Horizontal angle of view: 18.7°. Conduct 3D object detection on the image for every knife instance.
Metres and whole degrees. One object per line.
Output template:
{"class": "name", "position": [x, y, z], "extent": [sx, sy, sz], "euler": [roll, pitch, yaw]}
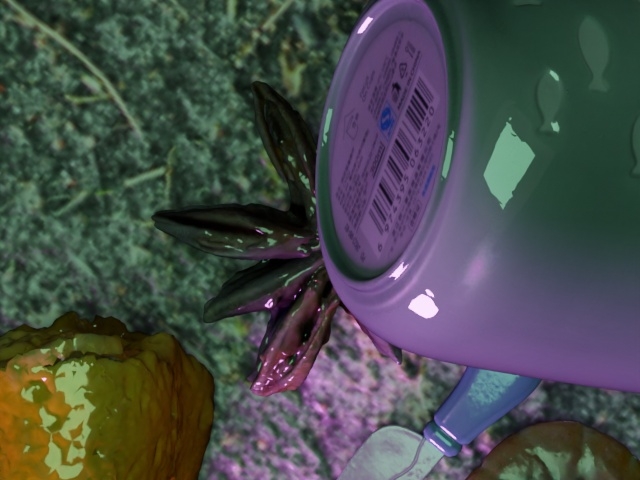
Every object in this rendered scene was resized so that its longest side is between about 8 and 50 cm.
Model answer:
{"class": "knife", "position": [0.061, 0.149, 1.347], "extent": [0.058, 0.032, 0.244], "euler": [44, 100, -3]}

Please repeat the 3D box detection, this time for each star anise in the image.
{"class": "star anise", "position": [0.000, 0.000, 1.307], "extent": [0.229, 0.093, 0.236], "euler": [12, 99, -3]}

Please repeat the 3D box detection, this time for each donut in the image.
{"class": "donut", "position": [-0.312, 0.136, 1.297], "extent": [0.435, 0.163, 0.378], "euler": [28, 97, 0]}

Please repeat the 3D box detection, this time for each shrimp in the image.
{"class": "shrimp", "position": [0.139, 0.258, 1.334], "extent": [0.262, 0.051, 0.198], "euler": [-43, 91, 0]}

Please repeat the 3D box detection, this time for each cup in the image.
{"class": "cup", "position": [0.149, -0.083, 1.186], "extent": [0.274, 0.259, 0.357], "euler": [7, 53, -24]}
